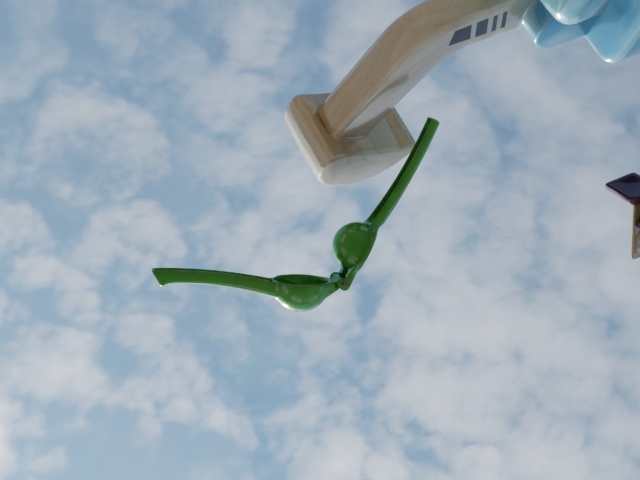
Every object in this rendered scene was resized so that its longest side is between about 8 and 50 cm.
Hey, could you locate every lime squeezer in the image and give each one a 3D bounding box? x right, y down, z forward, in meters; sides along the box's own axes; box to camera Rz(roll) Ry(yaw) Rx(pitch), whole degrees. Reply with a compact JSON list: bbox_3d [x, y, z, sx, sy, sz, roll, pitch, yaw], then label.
[{"bbox_3d":[0.000,0.000,1.052,0.310,0.059,0.110,-29,-91,-6],"label":"lime squeezer"}]

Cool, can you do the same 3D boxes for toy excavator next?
[{"bbox_3d":[0.199,-0.249,1.006,0.445,0.433,0.222,-21,-109,-21],"label":"toy excavator"}]

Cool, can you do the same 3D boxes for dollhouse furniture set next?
[{"bbox_3d":[0.347,-0.021,1.040,0.114,0.091,0.081,-22,-56,-17],"label":"dollhouse furniture set"}]
